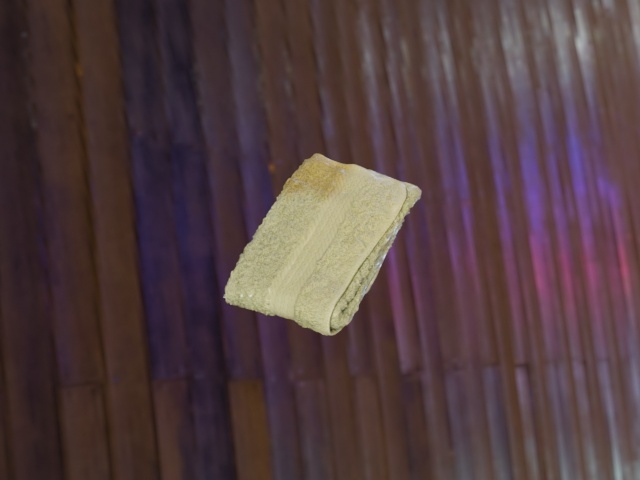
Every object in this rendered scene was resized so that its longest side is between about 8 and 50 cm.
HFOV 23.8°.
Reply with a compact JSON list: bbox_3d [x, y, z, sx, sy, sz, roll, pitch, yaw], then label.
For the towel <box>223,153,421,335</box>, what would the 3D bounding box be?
[{"bbox_3d":[0.000,0.000,1.146,0.148,0.110,0.027,-59,148,-27],"label":"towel"}]
